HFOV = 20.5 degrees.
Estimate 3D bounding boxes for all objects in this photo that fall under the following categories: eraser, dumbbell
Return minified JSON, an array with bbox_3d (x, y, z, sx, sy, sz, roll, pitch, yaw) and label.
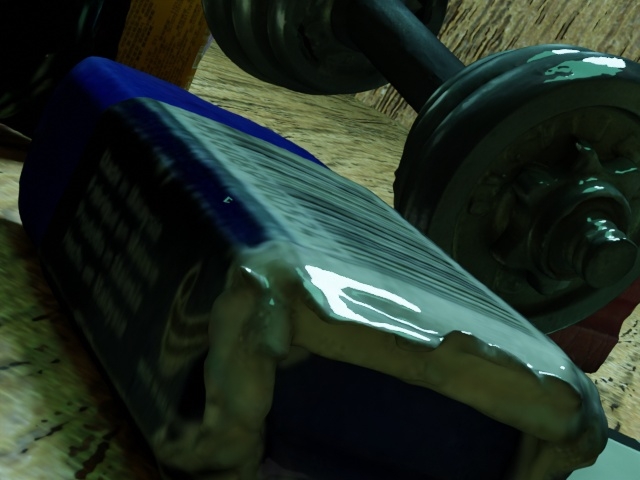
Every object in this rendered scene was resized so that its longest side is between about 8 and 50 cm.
[{"bbox_3d":[-0.026,0.019,0.717,0.155,0.102,0.332,24,8,-27],"label":"eraser"},{"bbox_3d":[0.063,-0.098,1.044,0.179,0.179,0.406,23,20,-39],"label":"dumbbell"}]

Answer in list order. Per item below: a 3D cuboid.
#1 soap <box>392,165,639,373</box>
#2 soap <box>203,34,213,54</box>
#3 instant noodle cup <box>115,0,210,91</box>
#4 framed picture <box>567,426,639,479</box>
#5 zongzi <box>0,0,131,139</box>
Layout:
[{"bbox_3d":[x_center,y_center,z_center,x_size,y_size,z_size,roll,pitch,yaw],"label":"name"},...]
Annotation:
[{"bbox_3d":[0.152,-0.008,1.233,0.112,0.182,0.289,31,9,28],"label":"soap"},{"bbox_3d":[-0.141,-0.234,1.565,0.109,0.193,0.324,29,8,1],"label":"soap"},{"bbox_3d":[-0.162,-0.177,1.184,0.230,0.182,0.230,28,9,-5],"label":"instant noodle cup"},{"bbox_3d":[0.184,0.153,0.921,0.265,0.016,0.347,24,10,-31],"label":"framed picture"},{"bbox_3d":[-0.190,-0.244,0.910,0.319,0.362,0.383,12,-1,36],"label":"zongzi"}]
